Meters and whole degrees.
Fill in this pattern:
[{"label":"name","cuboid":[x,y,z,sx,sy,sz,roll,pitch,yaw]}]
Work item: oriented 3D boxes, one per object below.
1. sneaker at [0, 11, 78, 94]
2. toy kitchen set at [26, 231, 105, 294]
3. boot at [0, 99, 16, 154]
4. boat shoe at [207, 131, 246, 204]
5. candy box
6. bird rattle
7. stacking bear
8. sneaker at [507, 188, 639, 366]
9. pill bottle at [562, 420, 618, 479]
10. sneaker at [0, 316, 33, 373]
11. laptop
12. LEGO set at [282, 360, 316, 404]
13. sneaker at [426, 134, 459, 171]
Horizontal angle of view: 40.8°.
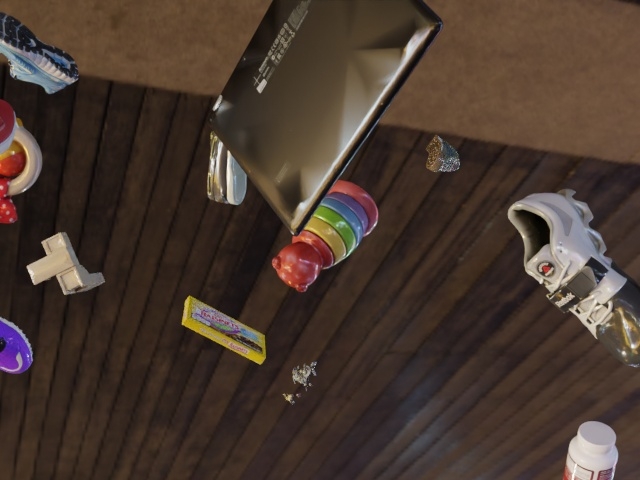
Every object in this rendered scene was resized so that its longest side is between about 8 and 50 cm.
[{"label":"sneaker","cuboid":[-0.427,-0.257,1.217,0.073,0.063,0.162,-35,130,26]},{"label":"toy kitchen set","cuboid":[-0.375,0.039,1.255,0.068,0.083,0.075,-25,177,10]},{"label":"boot","cuboid":[-0.590,-0.236,1.516,0.088,0.244,0.176,16,121,-9]},{"label":"boat shoe","cuboid":[-0.185,-0.185,1.684,0.068,0.228,0.081,7,-171,21]},{"label":"candy box","cuboid":[-0.218,0.203,1.960,0.206,0.105,0.027,30,106,-17]},{"label":"bird rattle","cuboid":[-0.731,-0.166,1.945,0.207,0.253,0.143,-26,174,8]},{"label":"stacking bear","cuboid":[0.000,0.000,2.087,0.175,0.289,0.164,47,149,-9]},{"label":"sneaker","cuboid":[0.403,0.064,1.376,0.146,0.330,0.122,-5,143,-31]},{"label":"pill bottle","cuboid":[0.489,0.405,1.555,0.086,0.086,0.152,-4,121,-7]},{"label":"sneaker","cuboid":[-0.760,0.203,1.887,0.102,0.146,0.293,-34,110,8]},{"label":"laptop","cuboid":[0.018,-0.288,1.319,0.236,0.408,0.382,-7,141,-47]},{"label":"LEGO set","cuboid":[-0.037,0.240,1.478,0.054,0.083,0.023,11,162,43]},{"label":"sneaker","cuboid":[0.321,-0.209,2.199,0.086,0.192,0.064,33,113,-9]}]
